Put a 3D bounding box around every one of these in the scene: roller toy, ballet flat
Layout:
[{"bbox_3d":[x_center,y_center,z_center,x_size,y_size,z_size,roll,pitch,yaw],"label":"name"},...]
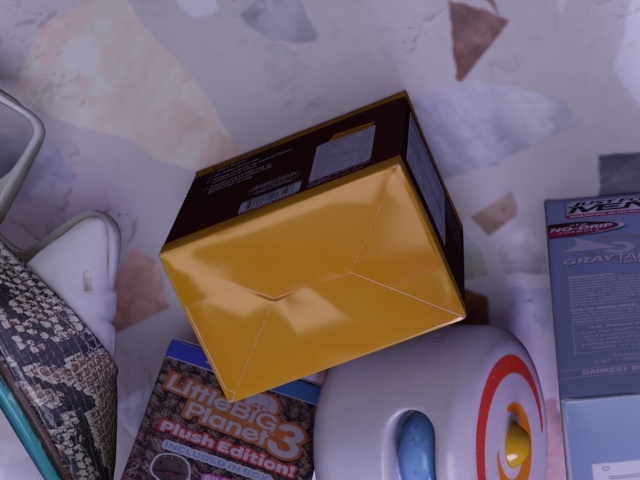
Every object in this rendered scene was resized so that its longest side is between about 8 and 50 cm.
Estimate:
[{"bbox_3d":[0.097,0.162,1.371,0.146,0.191,0.209,-2,141,28],"label":"roller toy"},{"bbox_3d":[-0.271,-0.019,1.339,0.182,0.164,0.483,-40,88,-11],"label":"ballet flat"}]

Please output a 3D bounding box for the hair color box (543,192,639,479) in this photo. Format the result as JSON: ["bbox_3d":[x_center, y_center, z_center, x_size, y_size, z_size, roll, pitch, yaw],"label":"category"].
[{"bbox_3d":[0.230,0.111,1.255,0.114,0.374,0.185,-6,110,7],"label":"hair color box"}]

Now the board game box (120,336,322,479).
[{"bbox_3d":[-0.108,0.267,1.363,0.141,0.291,0.232,18,127,-2],"label":"board game box"}]

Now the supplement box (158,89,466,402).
[{"bbox_3d":[0.000,0.000,1.329,0.191,0.194,0.129,-21,107,12],"label":"supplement box"}]
